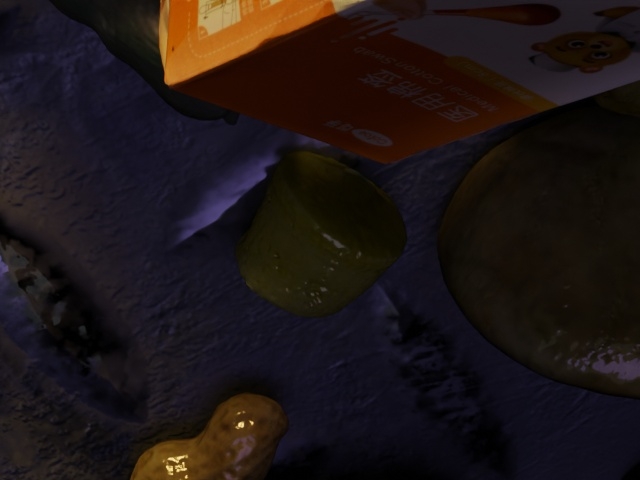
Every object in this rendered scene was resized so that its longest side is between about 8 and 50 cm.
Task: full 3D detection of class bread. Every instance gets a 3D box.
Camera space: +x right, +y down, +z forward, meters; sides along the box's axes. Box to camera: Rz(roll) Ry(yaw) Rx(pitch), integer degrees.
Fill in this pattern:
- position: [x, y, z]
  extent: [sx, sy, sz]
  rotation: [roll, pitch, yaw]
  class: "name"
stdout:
- position: [0.000, 0.000, 1.299]
  extent: [0.129, 0.111, 0.114]
  rotation: [28, 121, -16]
  class: "bread"

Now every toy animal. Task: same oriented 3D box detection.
- position: [-0.150, -0.192, 1.166]
  extent: [0.251, 0.125, 0.127]
  rotation: [28, 144, -2]
  class: "toy animal"

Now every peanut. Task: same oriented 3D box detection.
- position: [-0.109, 0.208, 1.416]
  extent: [0.193, 0.089, 0.089]
  rotation: [-37, 117, 9]
  class: "peanut"

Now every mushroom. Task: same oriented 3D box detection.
- position: [0.272, 0.014, 1.271]
  extent: [0.292, 0.217, 0.212]
  rotation: [19, 112, -16]
  class: "mushroom"

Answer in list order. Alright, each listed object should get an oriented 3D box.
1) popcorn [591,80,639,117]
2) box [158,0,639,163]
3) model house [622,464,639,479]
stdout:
- position: [0.236, -0.200, 1.166]
  extent: [0.221, 0.184, 0.204]
  rotation: [39, 113, -17]
  class: "popcorn"
- position: [0.086, -0.175, 1.002]
  extent: [0.341, 0.143, 0.225]
  rotation: [-18, 156, 42]
  class: "box"
- position: [0.483, 0.320, 1.410]
  extent: [0.295, 0.329, 0.252]
  rotation: [39, 105, -23]
  class: "model house"
